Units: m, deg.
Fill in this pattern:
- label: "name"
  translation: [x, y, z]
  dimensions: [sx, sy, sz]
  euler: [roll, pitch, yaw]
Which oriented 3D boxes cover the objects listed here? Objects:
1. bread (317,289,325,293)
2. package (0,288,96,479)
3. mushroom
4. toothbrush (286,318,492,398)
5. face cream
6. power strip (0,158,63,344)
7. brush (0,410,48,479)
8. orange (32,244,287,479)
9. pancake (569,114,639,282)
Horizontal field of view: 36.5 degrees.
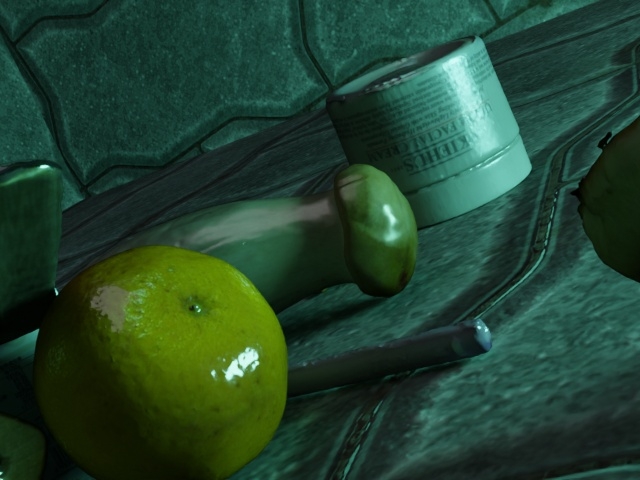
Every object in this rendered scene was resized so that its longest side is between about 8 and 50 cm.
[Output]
- label: "bread"
  translation: [0.000, 0.000, 0.953]
  dimensions: [0.103, 0.065, 0.187]
  euler: [-30, 14, -17]
- label: "package"
  translation: [-0.229, 0.114, 0.651]
  dimensions: [0.171, 0.173, 0.027]
  euler: [-29, -4, -21]
- label: "mushroom"
  translation: [-0.085, 0.032, 0.831]
  dimensions: [0.350, 0.128, 0.128]
  euler: [-17, 14, 20]
- label: "toothbrush"
  translation: [-0.047, 0.107, 0.675]
  dimensions: [0.354, 0.024, 0.029]
  euler: [-18, 19, 29]
- label: "face cream"
  translation: [0.110, -0.112, 1.007]
  dimensions: [0.177, 0.153, 0.177]
  euler: [-24, 13, 6]
- label: "power strip"
  translation: [-0.271, 0.030, 0.510]
  dimensions: [0.251, 0.092, 0.257]
  euler: [-27, -11, -26]
- label: "brush"
  translation: [-0.280, 0.178, 0.519]
  dimensions: [0.166, 0.174, 0.266]
  euler: [-26, 0, 43]
- label: "orange"
  translation: [-0.098, 0.083, 0.598]
  dimensions: [0.159, 0.159, 0.136]
  euler: [-38, -15, -49]
- label: "pancake"
  translation: [0.269, -0.073, 0.347]
  dimensions: [0.356, 0.065, 0.356]
  euler: [-20, -23, -9]
